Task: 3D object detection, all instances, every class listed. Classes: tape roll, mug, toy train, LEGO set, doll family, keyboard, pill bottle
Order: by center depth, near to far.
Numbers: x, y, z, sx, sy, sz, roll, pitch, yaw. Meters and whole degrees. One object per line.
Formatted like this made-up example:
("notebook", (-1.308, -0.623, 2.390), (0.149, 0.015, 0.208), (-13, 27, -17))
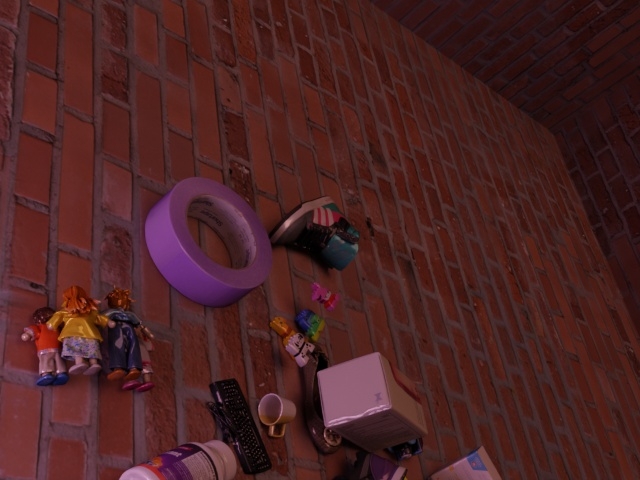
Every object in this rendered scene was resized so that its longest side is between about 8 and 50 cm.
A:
("pill bottle", (-0.231, 0.398, 1.354), (0.193, 0.108, 0.108), (-11, 68, -55))
("doll family", (-0.367, 0.156, 1.398), (0.263, 0.118, 0.163), (16, 48, -44))
("keyboard", (-0.151, 0.353, 1.565), (0.100, 0.038, 0.192), (-3, 62, -53))
("mug", (-0.086, 0.349, 1.646), (0.062, 0.078, 0.064), (36, 8, 38))
("tape roll", (-0.234, 0.002, 1.742), (0.275, 0.090, 0.274), (32, 39, -30))
("LEGO set", (-0.050, 0.182, 1.814), (0.093, 0.087, 0.227), (43, 40, -11))
("toy train", (0.191, 0.419, 1.900), (0.105, 0.080, 0.184), (25, 42, -46))

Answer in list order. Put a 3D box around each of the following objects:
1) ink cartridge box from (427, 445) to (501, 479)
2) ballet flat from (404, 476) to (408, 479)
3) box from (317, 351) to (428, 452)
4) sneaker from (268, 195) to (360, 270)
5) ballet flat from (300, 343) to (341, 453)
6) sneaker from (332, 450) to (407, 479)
("ink cartridge box", (0.331, 0.555, 1.901), (0.092, 0.143, 0.090), (62, 16, 12))
("ballet flat", (0.163, 0.587, 1.707), (0.077, 0.077, 0.231), (30, 33, -35))
("box", (0.113, 0.347, 1.734), (0.232, 0.149, 0.126), (46, 28, -53))
("sneaker", (0.000, 0.000, 2.019), (0.178, 0.124, 0.295), (48, 30, 9))
("ballet flat", (0.005, 0.334, 1.759), (0.084, 0.058, 0.249), (22, 44, -38))
("sneaker", (0.060, 0.539, 1.629), (0.124, 0.107, 0.283), (26, 39, 16))
